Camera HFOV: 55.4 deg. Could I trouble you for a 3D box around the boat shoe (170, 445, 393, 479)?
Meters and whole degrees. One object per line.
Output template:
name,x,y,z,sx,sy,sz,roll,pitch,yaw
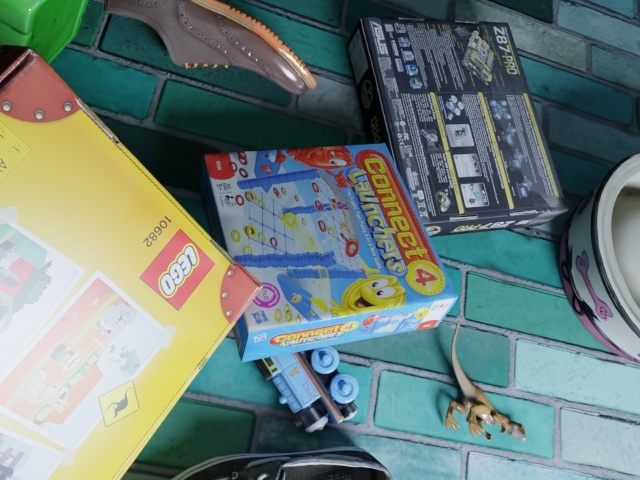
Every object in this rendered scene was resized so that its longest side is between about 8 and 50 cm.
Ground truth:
boat shoe,-0.064,0.330,0.797,0.335,0.119,0.121,-9,75,-21

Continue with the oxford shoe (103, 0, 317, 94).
oxford shoe,-0.176,-0.330,1.011,0.364,0.130,0.132,30,98,-13

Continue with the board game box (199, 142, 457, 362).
board game box,0.000,0.000,0.902,0.302,0.086,0.308,-7,56,-20

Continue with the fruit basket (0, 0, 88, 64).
fruit basket,-0.500,-0.379,0.765,0.392,0.392,0.283,31,65,-6

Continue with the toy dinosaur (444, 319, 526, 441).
toy dinosaur,0.239,0.248,0.967,0.211,0.064,0.112,53,47,-6

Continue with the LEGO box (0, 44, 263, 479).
LEGO box,-0.350,0.116,0.604,0.500,0.193,0.372,-54,135,-18

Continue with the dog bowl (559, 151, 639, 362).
dog bowl,0.618,0.047,1.101,0.408,0.150,0.407,5,71,-16

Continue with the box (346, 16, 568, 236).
box,0.239,-0.210,1.096,0.318,0.097,0.394,-7,74,-18

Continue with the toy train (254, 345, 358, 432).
toy train,-0.024,0.191,0.884,0.105,0.080,0.184,-31,82,-18
